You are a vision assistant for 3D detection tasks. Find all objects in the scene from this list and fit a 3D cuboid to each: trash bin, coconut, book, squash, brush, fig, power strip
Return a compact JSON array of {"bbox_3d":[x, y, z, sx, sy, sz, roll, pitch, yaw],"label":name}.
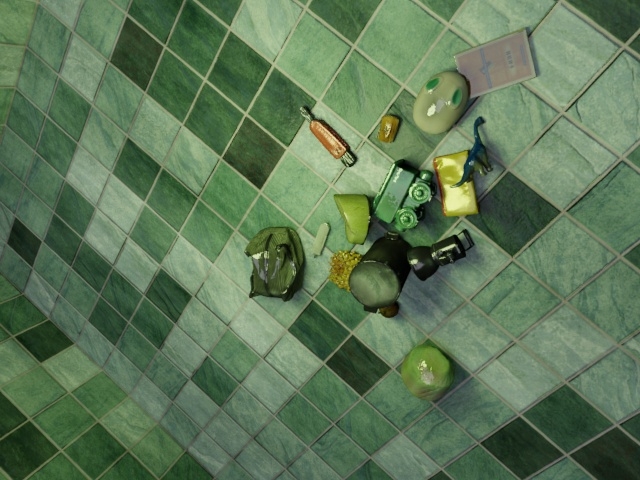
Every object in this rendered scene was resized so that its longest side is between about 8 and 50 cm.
[{"bbox_3d":[0.253,0.119,1.790,0.203,0.301,0.251,12,114,18],"label":"trash bin"},{"bbox_3d":[0.459,0.570,1.907,0.236,0.204,0.235,6,136,6],"label":"coconut"},{"bbox_3d":[0.607,-0.611,1.558,0.242,0.018,0.170,-14,101,26],"label":"book"},{"bbox_3d":[0.126,-0.083,1.811,0.134,0.220,0.220,-4,108,-11],"label":"squash"},{"bbox_3d":[0.029,-0.434,1.845,0.323,0.051,0.070,48,125,-1],"label":"brush"},{"bbox_3d":[0.289,0.304,1.933,0.089,0.125,0.088,7,106,25],"label":"fig"},{"bbox_3d":[0.000,0.000,2.007,0.048,0.030,0.191,25,115,12],"label":"power strip"}]

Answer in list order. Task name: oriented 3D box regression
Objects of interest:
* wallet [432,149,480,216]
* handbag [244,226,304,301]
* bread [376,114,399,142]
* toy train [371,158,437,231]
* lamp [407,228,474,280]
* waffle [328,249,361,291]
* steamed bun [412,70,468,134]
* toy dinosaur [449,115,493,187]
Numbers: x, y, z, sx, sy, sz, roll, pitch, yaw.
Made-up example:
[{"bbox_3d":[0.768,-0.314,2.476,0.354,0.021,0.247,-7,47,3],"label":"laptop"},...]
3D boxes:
[{"bbox_3d":[0.520,-0.215,1.705,0.141,0.067,0.241,-8,99,29],"label":"wallet"},{"bbox_3d":[-0.213,0.118,2.021,0.248,0.240,0.340,1,106,18],"label":"handbag"},{"bbox_3d":[0.263,-0.437,1.741,0.072,0.053,0.105,24,120,18],"label":"bread"},{"bbox_3d":[0.333,-0.170,1.748,0.202,0.145,0.265,30,115,15],"label":"toy train"},{"bbox_3d":[0.475,0.055,1.749,0.228,0.172,0.147,-28,93,29],"label":"lamp"},{"bbox_3d":[0.122,0.138,1.972,0.197,0.070,0.192,7,114,24],"label":"waffle"},{"bbox_3d":[0.427,-0.494,1.603,0.177,0.131,0.228,41,123,12],"label":"steamed bun"},{"bbox_3d":[0.537,-0.310,1.608,0.248,0.075,0.188,-35,98,-12],"label":"toy dinosaur"}]
